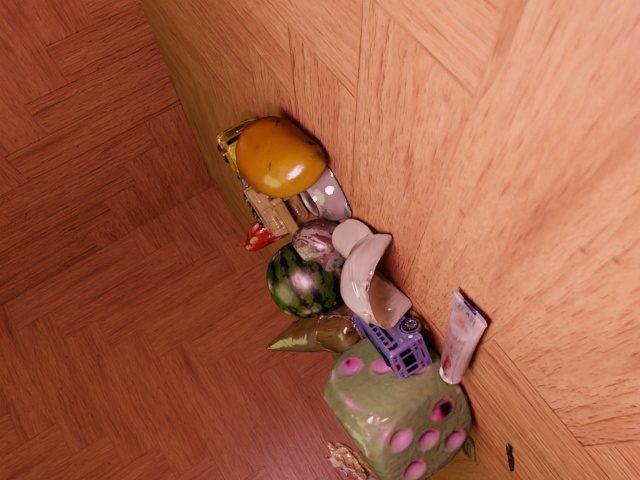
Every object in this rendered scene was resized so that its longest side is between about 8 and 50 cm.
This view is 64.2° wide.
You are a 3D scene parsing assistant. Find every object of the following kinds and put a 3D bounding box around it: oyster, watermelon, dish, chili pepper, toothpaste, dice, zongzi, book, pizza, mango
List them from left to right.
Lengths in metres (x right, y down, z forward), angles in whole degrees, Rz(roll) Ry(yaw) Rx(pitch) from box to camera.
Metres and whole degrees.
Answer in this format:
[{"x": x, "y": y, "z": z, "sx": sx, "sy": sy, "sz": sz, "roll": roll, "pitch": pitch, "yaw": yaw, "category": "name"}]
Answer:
[{"x": -0.209, "y": -0.057, "z": 2.033, "sx": 0.144, "sy": 0.253, "sz": 0.136, "roll": 55, "pitch": -172, "yaw": -20, "category": "chili pepper"}, {"x": -0.111, "y": -0.221, "z": 1.382, "sx": 0.173, "sy": 0.211, "sz": 0.317, "roll": 30, "pitch": -179, "yaw": -44, "category": "mango"}, {"x": -0.043, "y": 0.129, "z": 1.743, "sx": 0.285, "sy": 0.285, "sz": 0.285, "roll": 54, "pitch": 167, "yaw": 19, "category": "watermelon"}, {"x": -0.003, "y": -0.122, "z": 1.458, "sx": 0.224, "sy": 0.078, "sz": 0.246, "roll": 51, "pitch": 166, "yaw": 23, "category": "dish"}, {"x": 0.010, "y": 0.345, "z": 1.772, "sx": 0.181, "sy": 0.418, "sz": 0.447, "roll": 63, "pitch": 175, "yaw": -9, "category": "zongzi"}, {"x": 0.109, "y": 0.653, "z": 1.460, "sx": 0.209, "sy": 0.072, "sz": 0.133, "roll": 29, "pitch": 155, "yaw": 21, "category": "oyster"}, {"x": 0.215, "y": 0.478, "z": 1.481, "sx": 0.322, "sy": 0.330, "sz": 0.318, "roll": 40, "pitch": 158, "yaw": 58, "category": "dice"}, {"x": 0.267, "y": 0.217, "z": 1.374, "sx": 0.083, "sy": 0.016, "sz": 0.037, "roll": 48, "pitch": 165, "yaw": 37, "category": "pizza"}, {"x": 0.443, "y": 0.632, "z": 1.702, "sx": 0.192, "sy": 0.013, "sz": 0.168, "roll": 47, "pitch": 164, "yaw": 43, "category": "book"}, {"x": 0.311, "y": 0.228, "z": 1.140, "sx": 0.100, "sy": 0.066, "sz": 0.323, "roll": 55, "pitch": 163, "yaw": 35, "category": "toothpaste"}]

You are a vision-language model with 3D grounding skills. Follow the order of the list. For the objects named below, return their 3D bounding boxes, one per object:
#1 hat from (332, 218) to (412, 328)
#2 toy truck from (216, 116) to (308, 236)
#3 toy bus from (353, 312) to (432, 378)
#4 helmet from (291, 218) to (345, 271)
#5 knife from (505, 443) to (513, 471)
[{"x": 0.098, "y": 0.080, "z": 1.350, "sx": 0.301, "sy": 0.168, "sz": 0.257, "roll": 42, "pitch": 159, "yaw": 50, "category": "hat"}, {"x": -0.184, "y": -0.199, "z": 1.738, "sx": 0.254, "sy": 0.181, "sz": 0.405, "roll": 42, "pitch": 160, "yaw": 57, "category": "toy truck"}, {"x": 0.187, "y": 0.245, "z": 1.431, "sx": 0.125, "sy": 0.133, "sz": 0.292, "roll": 64, "pitch": 172, "yaw": -32, "category": "toy bus"}, {"x": 0.011, "y": -0.006, "z": 1.536, "sx": 0.177, "sy": 0.153, "sz": 0.107, "roll": 28, "pitch": 137, "yaw": 2, "category": "helmet"}, {"x": 0.504, "y": 0.581, "z": 1.357, "sx": 0.023, "sy": 0.010, "sz": 0.170, "roll": 53, "pitch": 170, "yaw": 47, "category": "knife"}]
